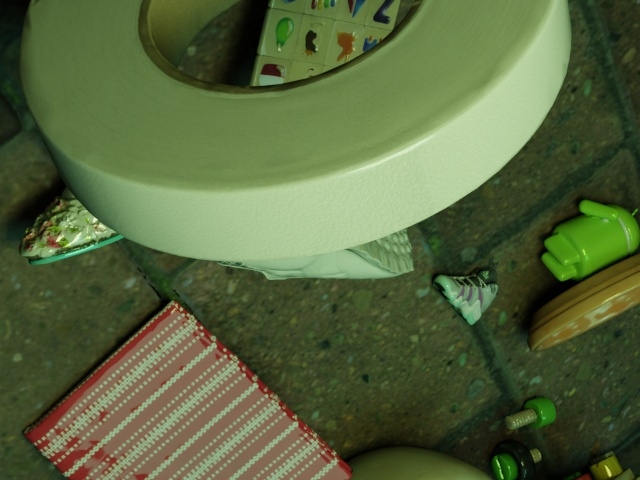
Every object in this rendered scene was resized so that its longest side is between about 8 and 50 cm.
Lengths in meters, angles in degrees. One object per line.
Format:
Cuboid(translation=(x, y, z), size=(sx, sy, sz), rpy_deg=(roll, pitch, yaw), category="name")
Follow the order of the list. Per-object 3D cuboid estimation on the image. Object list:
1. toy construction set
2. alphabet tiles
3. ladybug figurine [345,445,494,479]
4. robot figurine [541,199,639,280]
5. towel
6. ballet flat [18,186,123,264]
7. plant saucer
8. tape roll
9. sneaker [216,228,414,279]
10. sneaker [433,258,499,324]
Cuboid(translation=(0.365, 0.358, 1.916), size=(0.237, 0.309, 0.257), rpy_deg=(-15, 140, -33), category="toy construction set")
Cuboid(translation=(0.023, -0.132, 1.398), size=(0.237, 0.009, 0.198), rpy_deg=(2, 105, -48), category="alphabet tiles")
Cuboid(translation=(0.071, 0.402, 1.815), size=(0.305, 0.162, 0.449), rpy_deg=(-15, 131, -28), category="ladybug figurine")
Cuboid(translation=(0.297, 0.002, 1.721), size=(0.115, 0.067, 0.101), rpy_deg=(-23, 141, -20), category="robot figurine")
Cuboid(translation=(-0.122, 0.208, 1.532), size=(0.199, 0.031, 0.275), rpy_deg=(-43, 113, 2), category="towel")
Cuboid(translation=(-0.151, -0.046, 1.351), size=(0.241, 0.091, 0.077), rpy_deg=(-18, 103, -30), category="ballet flat")
Cuboid(translation=(0.312, 0.062, 1.748), size=(0.200, 0.037, 0.200), rpy_deg=(-26, 167, -6), category="plant saucer")
Cuboid(translation=(-0.020, -0.150, 1.121), size=(0.392, 0.392, 0.072), rpy_deg=(-30, 138, -13), category="tape roll")
Cuboid(translation=(0.000, 0.000, 1.497), size=(0.095, 0.090, 0.235), rpy_deg=(-30, 155, 31), category="sneaker")
Cuboid(translation=(0.161, 0.043, 1.680), size=(0.069, 0.038, 0.098), rpy_deg=(-44, 148, 0), category="sneaker")
